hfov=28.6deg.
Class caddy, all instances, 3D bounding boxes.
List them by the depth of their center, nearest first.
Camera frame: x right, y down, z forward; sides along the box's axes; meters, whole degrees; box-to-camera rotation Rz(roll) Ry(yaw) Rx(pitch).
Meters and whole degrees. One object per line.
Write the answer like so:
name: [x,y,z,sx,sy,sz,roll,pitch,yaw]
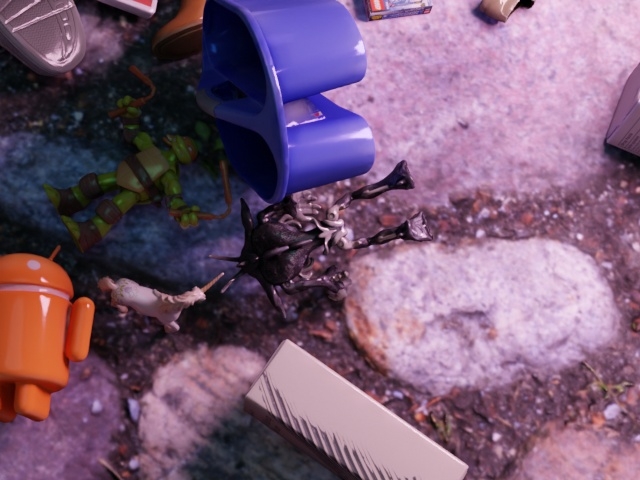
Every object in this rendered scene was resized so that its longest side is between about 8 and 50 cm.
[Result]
caddy: [-0.065,-0.187,1.574,0.179,0.341,0.241,-14,112,-15]

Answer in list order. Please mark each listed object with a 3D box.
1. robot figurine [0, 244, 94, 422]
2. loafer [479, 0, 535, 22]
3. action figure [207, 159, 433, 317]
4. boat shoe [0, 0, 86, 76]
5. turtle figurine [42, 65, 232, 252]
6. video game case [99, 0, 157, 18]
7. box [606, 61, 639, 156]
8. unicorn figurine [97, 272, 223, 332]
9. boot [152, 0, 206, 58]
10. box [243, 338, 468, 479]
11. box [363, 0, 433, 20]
robot figurine: [-0.372,0.111,1.551,0.128,0.158,0.219,15,68,-41]
loafer: [0.296,-0.360,1.799,0.148,0.056,0.050,-37,80,-4]
action figure: [0.000,0.000,1.617,0.275,0.141,0.164,-19,82,4]
boat shoe: [-0.445,-0.343,1.706,0.320,0.103,0.118,45,55,0]
turtle figurine: [-0.248,-0.090,1.647,0.217,0.087,0.269,-30,68,-8]
video game case: [-0.302,-0.467,1.742,0.204,0.025,0.285,18,67,-24]
box: [0.567,-0.148,1.710,0.311,0.148,0.121,24,71,1]
unicorn figurine: [-0.206,0.077,1.585,0.162,0.111,0.060,6,72,-4]
boot: [-0.177,-0.349,1.748,0.197,0.073,0.152,-31,71,-13]
box: [0.040,0.243,1.558,0.275,0.113,0.094,34,74,7]
box: [0.100,-0.385,1.799,0.094,0.027,0.137,-8,74,-9]
